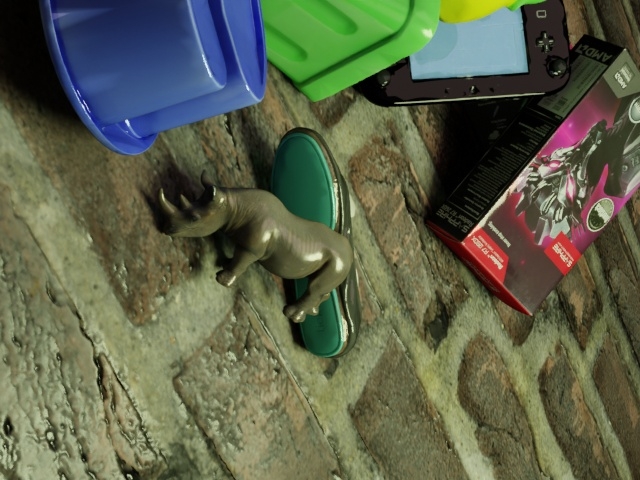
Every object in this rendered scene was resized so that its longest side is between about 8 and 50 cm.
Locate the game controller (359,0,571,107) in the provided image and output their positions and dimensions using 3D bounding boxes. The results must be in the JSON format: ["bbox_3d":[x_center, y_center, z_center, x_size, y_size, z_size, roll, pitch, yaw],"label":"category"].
[{"bbox_3d":[0.197,-0.273,1.384,0.319,0.067,0.167,-6,97,-17],"label":"game controller"}]

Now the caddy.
[{"bbox_3d":[-0.175,-0.255,0.943,0.241,0.179,0.342,-4,86,-75],"label":"caddy"}]

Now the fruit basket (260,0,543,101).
[{"bbox_3d":[0.096,-0.360,1.215,0.392,0.283,0.392,10,74,-36],"label":"fruit basket"}]

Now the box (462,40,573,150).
[{"bbox_3d":[0.295,-0.294,1.578,0.270,0.143,0.165,57,44,-28],"label":"box"}]

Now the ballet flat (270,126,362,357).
[{"bbox_3d":[0.000,0.000,1.196,0.096,0.095,0.281,-30,118,-61],"label":"ballet flat"}]

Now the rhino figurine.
[{"bbox_3d":[-0.070,-0.001,1.078,0.243,0.106,0.073,29,18,-25],"label":"rhino figurine"}]

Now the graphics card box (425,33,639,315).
[{"bbox_3d":[0.354,-0.092,1.504,0.371,0.094,0.233,-50,130,-2],"label":"graphics card box"}]
